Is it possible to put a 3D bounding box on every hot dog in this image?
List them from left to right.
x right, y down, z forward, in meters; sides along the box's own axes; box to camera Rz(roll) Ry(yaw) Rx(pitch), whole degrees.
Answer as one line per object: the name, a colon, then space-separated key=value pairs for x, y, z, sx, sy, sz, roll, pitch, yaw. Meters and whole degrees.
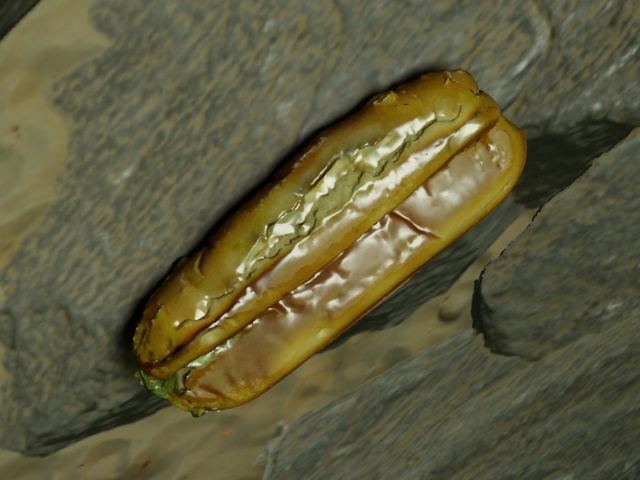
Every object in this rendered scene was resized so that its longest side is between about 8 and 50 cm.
hot dog: x=0.000 y=0.000 z=1.105 sx=0.269 sy=0.072 sz=0.115 roll=-37 pitch=146 yaw=-2
